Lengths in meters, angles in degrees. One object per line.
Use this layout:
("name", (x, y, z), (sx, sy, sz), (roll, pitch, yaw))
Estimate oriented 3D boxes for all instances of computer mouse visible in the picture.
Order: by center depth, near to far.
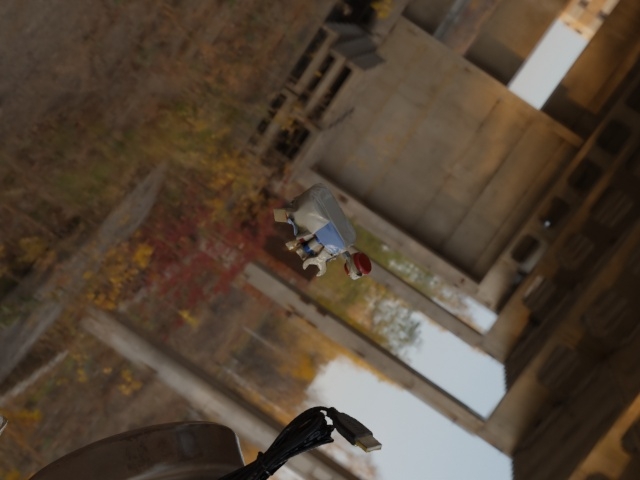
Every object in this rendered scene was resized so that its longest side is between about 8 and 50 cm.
("computer mouse", (0.001, 0.260, 0.869), (0.184, 0.060, 0.262), (-39, -152, -10))

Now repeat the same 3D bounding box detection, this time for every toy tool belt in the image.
("toy tool belt", (0.000, 0.000, 0.757), (0.051, 0.083, 0.052), (-30, -176, 31))

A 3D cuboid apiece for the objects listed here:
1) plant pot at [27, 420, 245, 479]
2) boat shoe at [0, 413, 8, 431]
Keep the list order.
("plant pot", (-0.181, 0.355, 1.039), (0.263, 0.229, 0.263), (-18, 152, -10))
("boat shoe", (-0.626, 0.355, 1.506), (0.098, 0.096, 0.277), (-47, -178, 41))
